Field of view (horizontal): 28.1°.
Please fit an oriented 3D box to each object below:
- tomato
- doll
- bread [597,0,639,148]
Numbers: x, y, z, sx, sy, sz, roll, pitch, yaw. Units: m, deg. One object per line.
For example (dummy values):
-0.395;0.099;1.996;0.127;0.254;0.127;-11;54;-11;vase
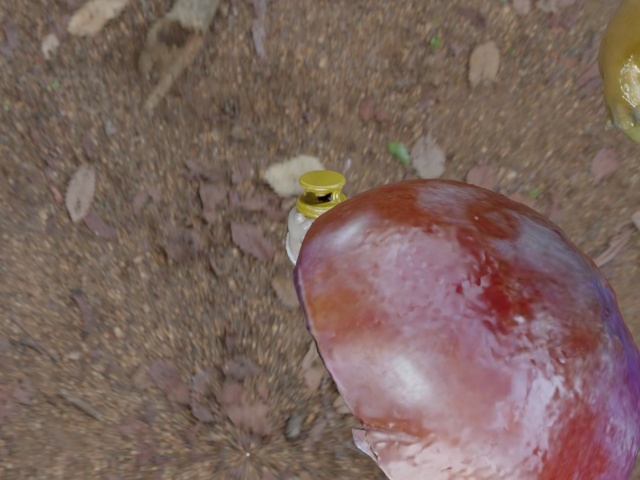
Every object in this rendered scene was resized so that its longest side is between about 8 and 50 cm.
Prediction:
0.138;0.086;0.998;0.176;0.290;0.334;-36;67;24;tomato
0.000;0.000;1.274;0.073;0.084;0.127;3;115;6;doll
0.260;-0.098;0.863;0.133;0.251;0.174;-34;99;-10;bread
